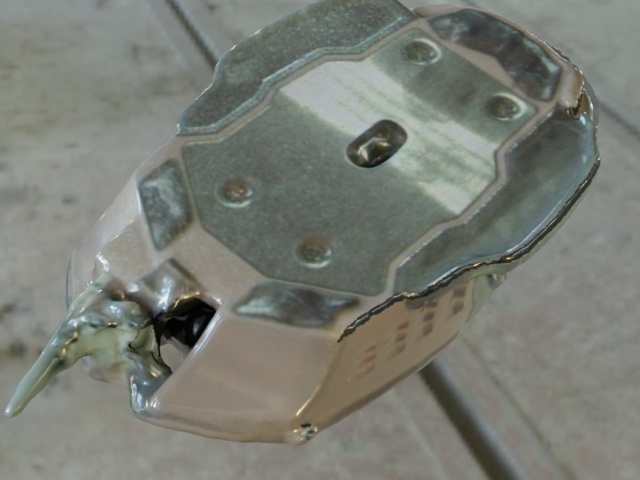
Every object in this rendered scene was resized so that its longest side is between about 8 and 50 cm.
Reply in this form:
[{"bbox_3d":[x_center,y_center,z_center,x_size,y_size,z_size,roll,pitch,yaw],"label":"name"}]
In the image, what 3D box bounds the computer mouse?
[{"bbox_3d":[0.001,0.004,0.836,0.199,0.115,0.389,35,55,27],"label":"computer mouse"}]
